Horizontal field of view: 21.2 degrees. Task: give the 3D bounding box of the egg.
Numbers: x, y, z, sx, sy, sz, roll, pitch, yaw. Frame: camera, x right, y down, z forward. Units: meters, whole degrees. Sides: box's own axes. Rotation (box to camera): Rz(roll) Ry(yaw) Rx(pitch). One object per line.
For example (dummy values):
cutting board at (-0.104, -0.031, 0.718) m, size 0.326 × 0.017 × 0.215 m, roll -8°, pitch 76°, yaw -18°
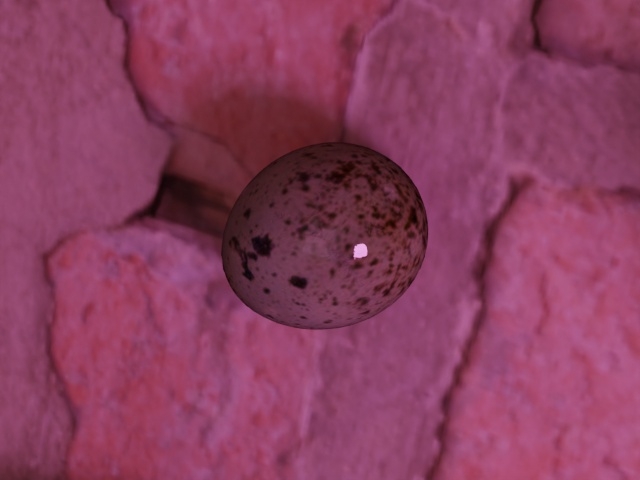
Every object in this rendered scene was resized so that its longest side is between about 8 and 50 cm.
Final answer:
egg at (0.000, 0.000, 0.787) m, size 0.110 × 0.085 × 0.085 m, roll -32°, pitch 85°, yaw 48°
